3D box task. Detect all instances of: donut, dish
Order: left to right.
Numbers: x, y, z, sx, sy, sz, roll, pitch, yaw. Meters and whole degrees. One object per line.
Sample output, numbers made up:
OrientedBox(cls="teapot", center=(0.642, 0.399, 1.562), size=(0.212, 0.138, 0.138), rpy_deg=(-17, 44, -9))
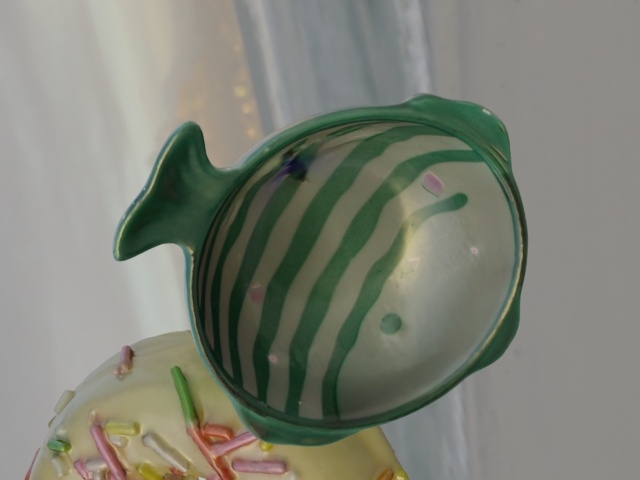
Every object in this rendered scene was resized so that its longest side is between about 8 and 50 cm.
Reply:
OrientedBox(cls="donut", center=(-0.119, 0.241, 1.310), size=(0.307, 0.371, 0.150), rpy_deg=(50, -157, 1))
OrientedBox(cls="dish", center=(0.000, 0.000, 0.808), size=(0.224, 0.246, 0.078), rpy_deg=(-59, 29, 14))
